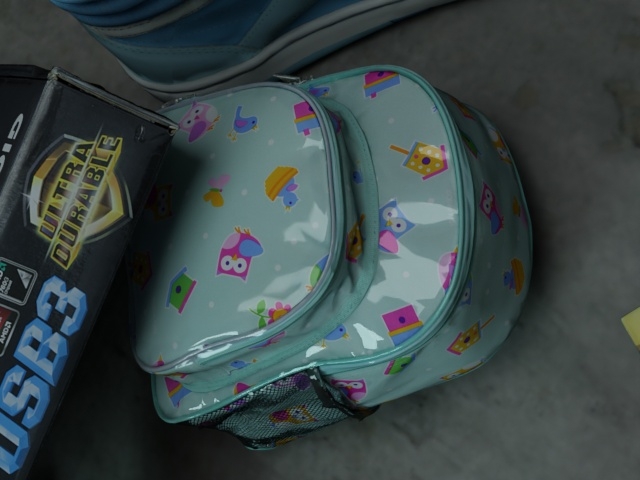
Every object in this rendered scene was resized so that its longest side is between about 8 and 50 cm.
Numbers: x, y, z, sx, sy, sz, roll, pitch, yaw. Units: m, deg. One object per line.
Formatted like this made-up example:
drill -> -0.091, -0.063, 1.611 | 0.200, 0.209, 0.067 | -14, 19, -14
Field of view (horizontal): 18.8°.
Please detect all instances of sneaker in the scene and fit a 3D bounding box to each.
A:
sneaker -> -0.008, -0.184, 0.934 | 0.319, 0.208, 0.127 | -31, 64, 17

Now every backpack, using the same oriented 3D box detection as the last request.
backpack -> 0.000, 0.000, 0.925 | 0.188, 0.144, 0.166 | -15, 66, 21

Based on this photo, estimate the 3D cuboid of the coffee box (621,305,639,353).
coffee box -> 0.223, 0.083, 0.843 | 0.113, 0.040, 0.184 | -33, 65, 17

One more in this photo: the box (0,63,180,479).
box -> -0.190, 0.058, 0.954 | 0.295, 0.073, 0.293 | -68, 19, -2
